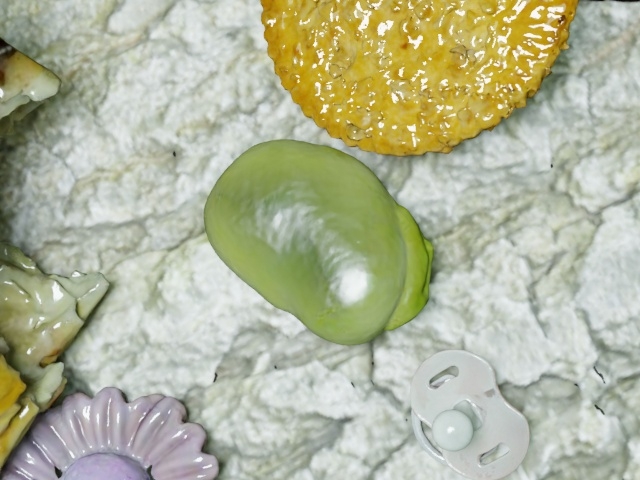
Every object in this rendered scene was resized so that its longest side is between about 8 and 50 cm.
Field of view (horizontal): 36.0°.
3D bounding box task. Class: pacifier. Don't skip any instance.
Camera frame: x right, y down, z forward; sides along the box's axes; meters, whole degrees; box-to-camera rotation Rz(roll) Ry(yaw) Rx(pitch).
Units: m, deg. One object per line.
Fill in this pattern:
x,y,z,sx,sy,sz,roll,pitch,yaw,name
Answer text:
0.096,0.130,0.694,0.081,0.078,0.099,-37,82,21,pacifier

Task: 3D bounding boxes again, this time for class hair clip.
-0.171,0.256,0.704,0.173,0.069,0.300,7,84,8,hair clip

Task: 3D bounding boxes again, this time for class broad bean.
0.000,0.000,0.713,0.174,0.082,0.124,45,91,7,broad bean

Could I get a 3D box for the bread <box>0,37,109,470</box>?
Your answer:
-0.314,-0.027,0.657,0.370,0.192,0.314,37,79,-33,bread

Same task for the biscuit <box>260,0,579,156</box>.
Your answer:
0.064,-0.186,0.712,0.254,0.035,0.253,-1,88,28,biscuit
